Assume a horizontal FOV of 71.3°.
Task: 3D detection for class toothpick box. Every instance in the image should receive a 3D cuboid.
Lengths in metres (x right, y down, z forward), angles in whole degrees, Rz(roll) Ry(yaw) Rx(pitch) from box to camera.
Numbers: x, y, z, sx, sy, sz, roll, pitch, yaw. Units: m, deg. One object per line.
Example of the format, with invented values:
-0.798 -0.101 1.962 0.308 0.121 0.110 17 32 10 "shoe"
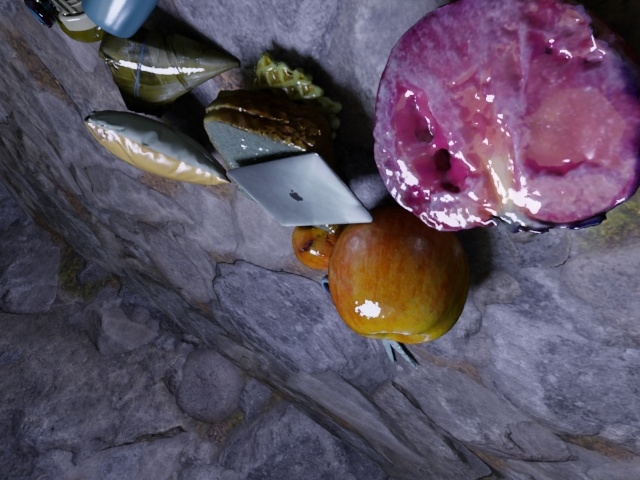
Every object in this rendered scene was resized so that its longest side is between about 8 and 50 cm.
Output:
-0.341 -0.460 0.791 0.120 0.120 0.184 44 119 -7 "toothpick box"

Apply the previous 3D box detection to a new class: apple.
0.000 0.000 1.052 0.146 0.146 0.146 26 146 20 "apple"
0.145 0.082 0.894 0.301 0.301 0.301 26 146 20 "apple"

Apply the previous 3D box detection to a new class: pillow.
-0.389 -0.221 1.052 0.312 0.119 0.310 21 -177 -30 "pillow"

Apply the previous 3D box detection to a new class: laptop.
-0.045 -0.090 0.863 0.269 0.015 0.187 0 145 46 "laptop"

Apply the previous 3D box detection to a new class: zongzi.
-0.314 -0.351 0.990 0.274 0.125 0.251 7 167 -9 "zongzi"

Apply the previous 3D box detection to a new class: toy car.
-0.516 -0.523 0.925 0.248 0.204 0.198 42 171 -3 "toy car"

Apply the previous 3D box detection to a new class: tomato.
0.245 -0.167 0.584 0.334 0.176 0.290 -4 108 42 "tomato"

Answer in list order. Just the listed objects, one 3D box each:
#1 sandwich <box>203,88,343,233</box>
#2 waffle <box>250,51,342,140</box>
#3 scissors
-0.088 -0.158 0.911 0.271 0.099 0.301 18 156 21 "sandwich"
-0.057 -0.256 0.876 0.208 0.054 0.214 34 154 3 "waffle"
0.167 0.246 1.298 0.256 0.029 0.383 1 133 46 "scissors"
